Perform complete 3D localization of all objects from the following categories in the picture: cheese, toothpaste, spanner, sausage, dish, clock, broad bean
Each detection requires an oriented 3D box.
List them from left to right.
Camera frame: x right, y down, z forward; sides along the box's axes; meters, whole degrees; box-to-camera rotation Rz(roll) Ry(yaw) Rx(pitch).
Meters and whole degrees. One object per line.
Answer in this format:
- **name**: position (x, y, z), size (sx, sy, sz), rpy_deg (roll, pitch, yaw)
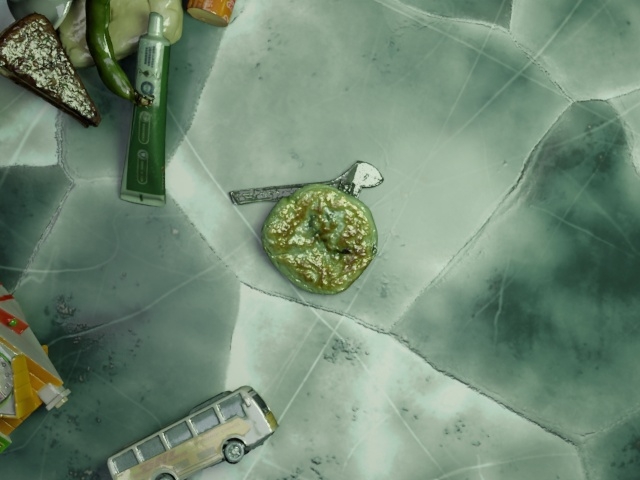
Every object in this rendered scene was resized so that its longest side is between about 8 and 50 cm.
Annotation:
- **clock**: position (-0.668, 0.256, 1.469), size (0.235, 0.166, 0.309), rpy_deg (-43, 90, 2)
- **dish**: position (-0.575, -0.522, 1.452), size (0.229, 0.081, 0.229), rpy_deg (-8, 76, 35)
- **broad bean**: position (-0.399, -0.397, 1.394), size (0.144, 0.049, 0.292), rpy_deg (8, 118, 36)
- **cheese**: position (-0.410, -0.456, 1.495), size (0.262, 0.093, 0.159), rpy_deg (-17, 94, 1)
- **toothpaste**: position (-0.346, -0.260, 1.477), size (0.098, 0.061, 0.392), rpy_deg (10, 109, 2)
- **sausage**: position (-0.185, -0.602, 1.486), size (0.093, 0.093, 0.312), rpy_deg (18, 91, 2)
- **spanner**: position (-0.029, -0.108, 1.515), size (0.325, 0.026, 0.093), rpy_deg (-6, 90, 3)

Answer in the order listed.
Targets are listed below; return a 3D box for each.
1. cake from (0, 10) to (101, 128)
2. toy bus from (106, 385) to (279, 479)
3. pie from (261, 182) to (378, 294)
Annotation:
- **cake**: position (-0.524, -0.341, 1.448), size (0.246, 0.112, 0.135), rpy_deg (33, 78, -34)
- **toy bus**: position (-0.259, 0.420, 1.493), size (0.342, 0.097, 0.138), rpy_deg (-29, 82, 3)
- **pie**: position (0.000, 0.000, 1.488), size (0.240, 0.054, 0.241), rpy_deg (0, 101, 0)
